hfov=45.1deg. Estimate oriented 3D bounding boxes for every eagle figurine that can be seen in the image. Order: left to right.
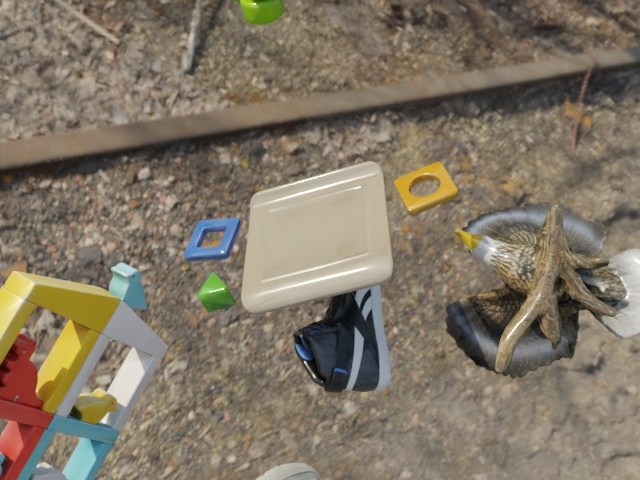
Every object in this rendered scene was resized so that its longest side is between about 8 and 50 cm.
[{"bbox_3d":[0.263,0.046,0.976,0.226,0.298,0.225,-28,80,1],"label":"eagle figurine"}]

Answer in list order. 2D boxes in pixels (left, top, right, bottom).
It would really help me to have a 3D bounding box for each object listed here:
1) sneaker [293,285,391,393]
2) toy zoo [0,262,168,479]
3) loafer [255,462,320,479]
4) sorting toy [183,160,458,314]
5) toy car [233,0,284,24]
[{"bbox_3d":[0.019,0.099,1.042,0.121,0.079,0.217,2,57,-19],"label":"sneaker"},{"bbox_3d":[-0.234,0.148,0.640,0.030,0.192,0.293,22,79,29],"label":"toy zoo"},{"bbox_3d":[-0.085,0.429,1.153,0.111,0.112,0.319,29,23,25],"label":"loafer"},{"bbox_3d":[0.000,0.000,0.935,0.347,0.047,0.196,-15,43,12],"label":"sorting toy"},{"bbox_3d":[-0.034,-0.377,0.928,0.188,0.155,0.149,-24,45,-11],"label":"toy car"}]
